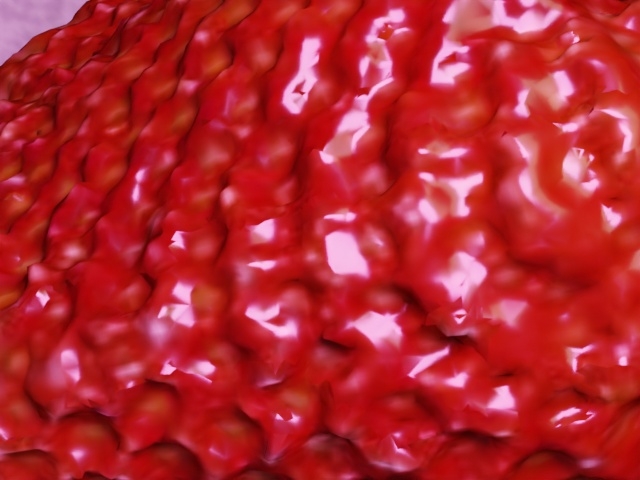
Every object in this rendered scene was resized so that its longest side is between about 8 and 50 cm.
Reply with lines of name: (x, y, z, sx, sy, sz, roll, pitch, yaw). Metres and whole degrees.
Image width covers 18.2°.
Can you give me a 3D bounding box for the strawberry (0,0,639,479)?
strawberry: (0.000, 0.000, 0.738, 0.351, 0.267, 0.312, -18, 39, -3)
